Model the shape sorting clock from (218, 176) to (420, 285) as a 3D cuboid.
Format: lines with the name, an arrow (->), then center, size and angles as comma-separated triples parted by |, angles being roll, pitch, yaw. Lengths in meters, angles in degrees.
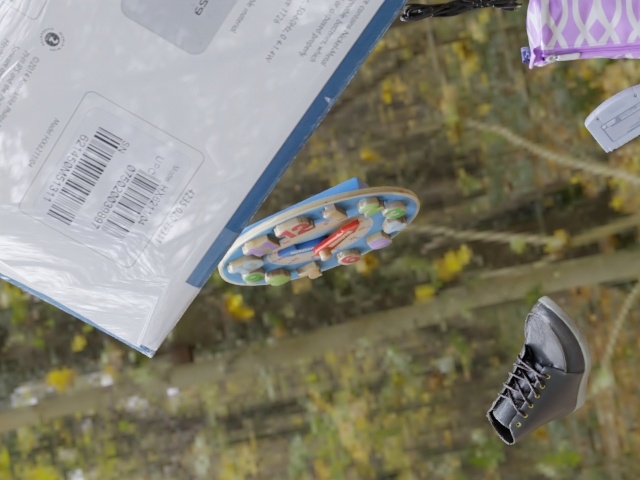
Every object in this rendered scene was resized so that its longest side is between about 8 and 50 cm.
shape sorting clock -> 0.000, 0.000, 1.400 | 0.206, 0.206, 0.040 | 67, -176, -69

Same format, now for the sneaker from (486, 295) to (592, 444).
sneaker -> 0.264, 0.169, 1.768 | 0.083, 0.118, 0.222 | 44, 160, 38

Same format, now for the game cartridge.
game cartridge -> 0.342, -0.140, 1.615 | 0.056, 0.083, 0.017 | 45, -156, -30

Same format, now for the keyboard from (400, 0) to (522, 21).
keyboard -> 0.169, -0.339, 1.745 | 0.201, 0.317, 0.033 | 92, 164, -56

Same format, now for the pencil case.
pencil case -> 0.301, -0.214, 1.416 | 0.086, 0.206, 0.088 | 79, -171, -49

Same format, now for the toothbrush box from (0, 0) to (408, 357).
toothbrush box -> -0.046, -0.134, 0.591 | 0.216, 0.126, 0.295 | -53, 16, 29
